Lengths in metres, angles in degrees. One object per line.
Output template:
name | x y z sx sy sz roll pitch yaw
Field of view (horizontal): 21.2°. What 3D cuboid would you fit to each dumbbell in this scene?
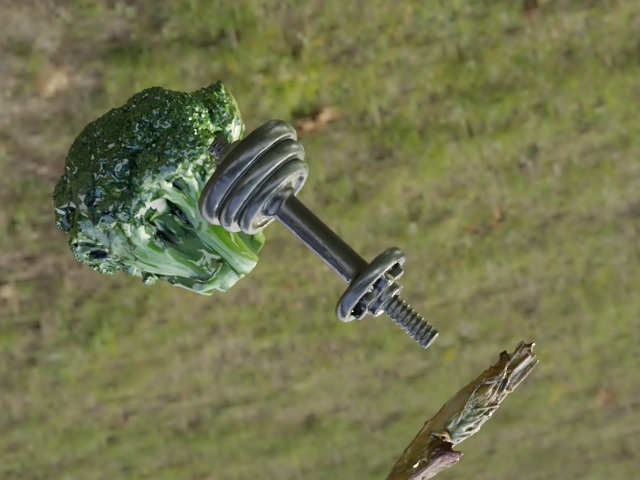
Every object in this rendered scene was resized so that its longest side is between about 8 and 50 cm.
dumbbell | 0.000 0.000 1.440 0.110 0.254 0.110 -44 168 -12

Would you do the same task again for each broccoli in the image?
broccoli | -0.172 -0.053 1.958 0.265 0.245 0.294 -43 -175 -18

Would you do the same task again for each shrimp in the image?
shrimp | 0.075 0.097 0.900 0.114 0.023 0.083 -44 180 4
